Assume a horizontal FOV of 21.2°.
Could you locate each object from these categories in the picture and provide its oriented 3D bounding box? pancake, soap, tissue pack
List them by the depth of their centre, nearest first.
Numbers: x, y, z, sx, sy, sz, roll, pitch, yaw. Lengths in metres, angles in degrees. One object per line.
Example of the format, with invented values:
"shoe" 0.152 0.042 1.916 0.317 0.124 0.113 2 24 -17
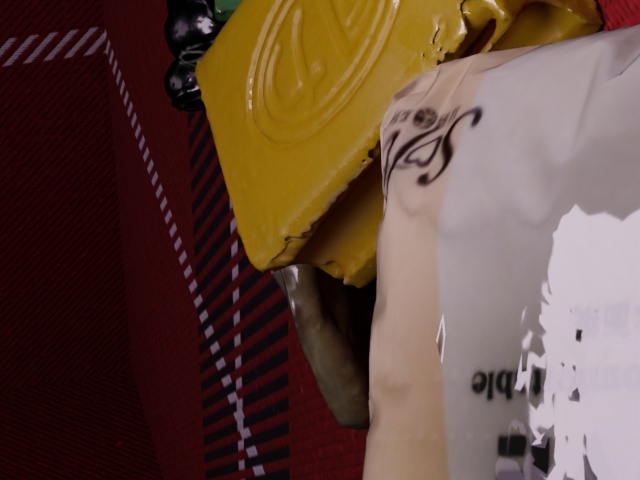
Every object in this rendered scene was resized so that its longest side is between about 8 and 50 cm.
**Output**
"tissue pack" 0.167 0.079 0.636 0.375 0.195 0.390 -10 77 52
"soap" 0.039 -0.129 1.142 0.324 0.096 0.204 -49 51 46
"pancake" 0.013 0.010 1.418 0.294 0.049 0.294 56 -157 -39

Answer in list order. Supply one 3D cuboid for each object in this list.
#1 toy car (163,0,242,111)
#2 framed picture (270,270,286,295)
"toy car" -0.079 -0.268 1.653 0.358 0.176 0.213 113 148 -75
"framed picture" -0.001 0.000 1.534 0.265 0.018 0.192 -93 -21 -49
